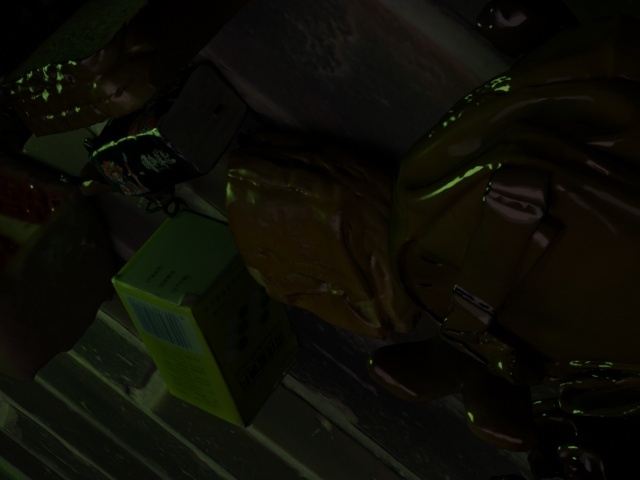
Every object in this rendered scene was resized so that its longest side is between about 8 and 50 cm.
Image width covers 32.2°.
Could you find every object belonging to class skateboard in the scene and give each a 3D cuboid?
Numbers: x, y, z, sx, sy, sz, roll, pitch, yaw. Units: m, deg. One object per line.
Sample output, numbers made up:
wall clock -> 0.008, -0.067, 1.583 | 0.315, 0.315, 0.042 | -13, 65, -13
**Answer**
skateboard -> -0.236, -0.069, 1.357 | 0.151, 0.067, 0.080 | 13, 151, 29

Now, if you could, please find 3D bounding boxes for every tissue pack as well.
tissue pack -> -0.165, -0.114, 1.178 | 0.090, 0.103, 0.170 | 43, 150, -22

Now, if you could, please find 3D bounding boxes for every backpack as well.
backpack -> 0.209, -0.005, 0.832 | 0.353, 0.201, 0.378 | 35, 154, -14

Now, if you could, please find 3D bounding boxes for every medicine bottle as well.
medicine bottle -> -0.138, 0.101, 1.400 | 0.141, 0.137, 0.250 | 17, 144, 29

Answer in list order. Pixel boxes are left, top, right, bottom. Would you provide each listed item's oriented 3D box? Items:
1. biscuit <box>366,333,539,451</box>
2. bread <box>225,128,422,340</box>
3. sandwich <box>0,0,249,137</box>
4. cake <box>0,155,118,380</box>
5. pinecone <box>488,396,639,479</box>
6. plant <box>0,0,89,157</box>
biscuit -> 0.156, 0.103, 1.036 | 0.164, 0.208, 0.047 | 24, 128, 19
bread -> 0.000, 0.000, 1.159 | 0.210, 0.099, 0.235 | 18, 144, 30
sandwich -> -0.159, -0.186, 0.966 | 0.186, 0.215, 0.065 | -5, 130, 45
cake -> -0.462, 0.019, 1.537 | 0.308, 0.237, 0.230 | 20, 149, 23
pinecone -> 0.301, 0.320, 1.029 | 0.397, 0.398, 0.398 | 26, 148, 18
plant -> -0.378, -0.176, 1.112 | 0.213, 0.312, 0.215 | 42, 153, -1
